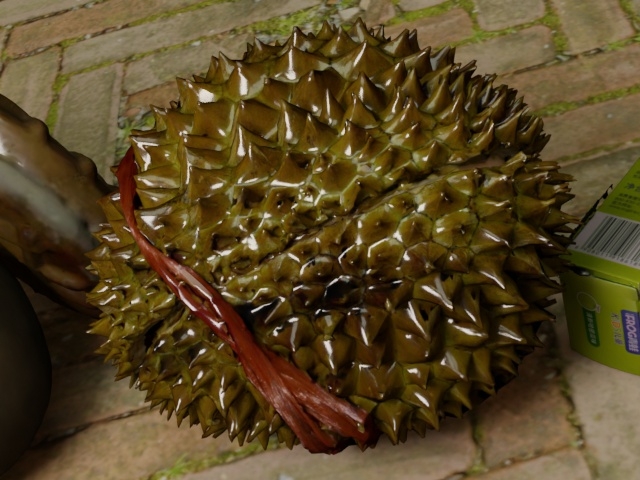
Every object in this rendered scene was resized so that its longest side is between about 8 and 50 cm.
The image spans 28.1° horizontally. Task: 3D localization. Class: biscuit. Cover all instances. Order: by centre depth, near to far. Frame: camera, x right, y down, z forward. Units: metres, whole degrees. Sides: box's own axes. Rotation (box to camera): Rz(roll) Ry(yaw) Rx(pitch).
[{"bbox_3d":[-0.291,-0.047,1.151,0.332,0.332,0.103,23,73,38],"label":"biscuit"}]

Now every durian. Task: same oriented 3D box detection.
[{"bbox_3d":[0.001,0.003,0.994,0.385,0.347,0.347,-17,40,-2],"label":"durian"}]

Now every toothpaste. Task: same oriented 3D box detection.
[{"bbox_3d":[0.314,-0.035,1.082,0.077,0.110,0.327,19,52,37],"label":"toothpaste"}]

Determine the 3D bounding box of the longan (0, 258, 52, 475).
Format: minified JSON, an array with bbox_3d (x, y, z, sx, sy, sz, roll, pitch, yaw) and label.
[{"bbox_3d":[-0.364,0.113,1.057,0.300,0.243,0.300,-26,28,15],"label":"longan"}]
